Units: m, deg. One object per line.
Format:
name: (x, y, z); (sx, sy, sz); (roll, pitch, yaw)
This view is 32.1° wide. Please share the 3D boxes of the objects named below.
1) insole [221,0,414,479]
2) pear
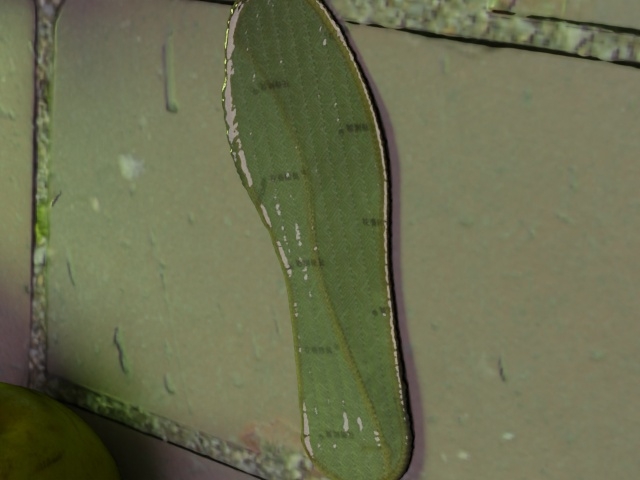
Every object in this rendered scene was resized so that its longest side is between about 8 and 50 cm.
insole: (0.000, 0.000, 0.737); (0.119, 0.009, 0.348); (-5, 99, 32)
pear: (-0.248, 0.227, 0.828); (0.212, 0.212, 0.269); (25, 130, 25)
